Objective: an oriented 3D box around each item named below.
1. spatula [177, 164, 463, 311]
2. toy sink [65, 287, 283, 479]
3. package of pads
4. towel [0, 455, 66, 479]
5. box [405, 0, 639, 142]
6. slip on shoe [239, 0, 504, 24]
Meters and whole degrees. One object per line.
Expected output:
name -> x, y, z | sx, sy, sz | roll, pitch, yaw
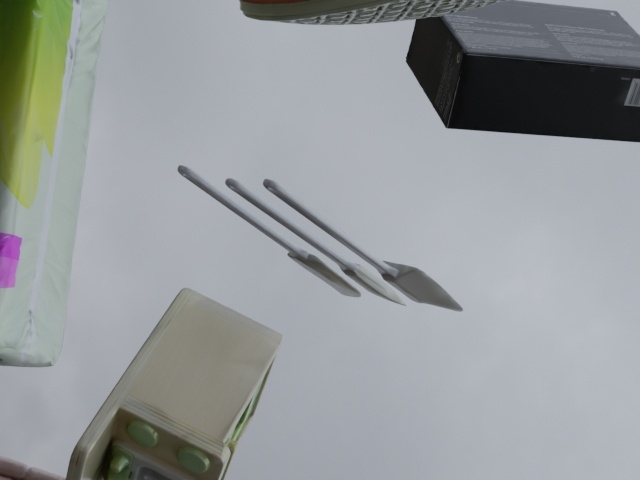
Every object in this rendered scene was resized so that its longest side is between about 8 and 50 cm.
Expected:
spatula -> 0.000, 0.000, 1.133 | 0.242, 0.019, 0.168 | 38, -16, -37
toy sink -> -0.146, 0.194, 1.331 | 0.131, 0.234, 0.153 | 26, -44, 5
package of pads -> -0.281, -0.065, 0.917 | 0.101, 0.229, 0.296 | 36, 58, -65
towel -> -0.386, 0.315, 1.576 | 0.332, 0.317, 0.053 | 102, 6, -67
box -> 0.254, -0.205, 1.543 | 0.184, 0.261, 0.103 | -108, -154, -53
slip on shoe -> 0.086, -0.191, 0.754 | 0.331, 0.123, 0.101 | -12, -90, 40
